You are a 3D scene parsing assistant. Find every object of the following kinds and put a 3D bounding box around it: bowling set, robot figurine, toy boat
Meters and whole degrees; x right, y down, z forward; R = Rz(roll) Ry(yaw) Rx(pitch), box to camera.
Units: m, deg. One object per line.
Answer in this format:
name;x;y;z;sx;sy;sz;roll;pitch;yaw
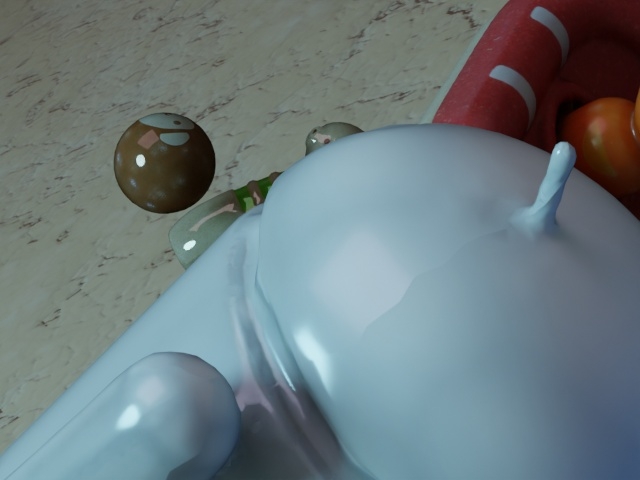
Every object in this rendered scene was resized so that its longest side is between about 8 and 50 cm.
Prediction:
bowling set;0.000;0.000;0.958;0.154;0.200;0.287;-30;27;4
robot figurine;0.007;0.095;0.680;0.353;0.300;0.199;-44;62;26
toy boat;0.148;-0.049;0.898;0.151;0.151;0.231;-20;25;36
